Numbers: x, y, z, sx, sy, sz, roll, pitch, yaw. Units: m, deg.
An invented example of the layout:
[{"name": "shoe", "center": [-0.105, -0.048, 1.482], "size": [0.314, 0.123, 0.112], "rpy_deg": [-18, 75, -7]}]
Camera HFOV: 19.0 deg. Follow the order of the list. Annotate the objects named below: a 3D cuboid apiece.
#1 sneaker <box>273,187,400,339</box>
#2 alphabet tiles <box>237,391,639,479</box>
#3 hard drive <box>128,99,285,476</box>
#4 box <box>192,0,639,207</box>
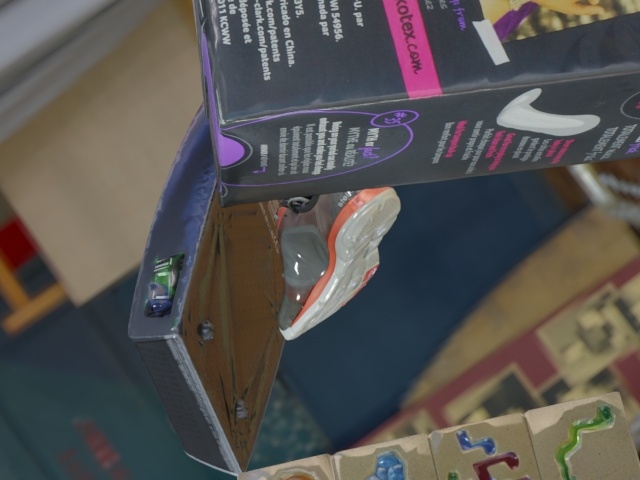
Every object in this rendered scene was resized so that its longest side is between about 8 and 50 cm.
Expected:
[{"name": "sneaker", "center": [0.000, 0.000, 1.205], "size": [0.065, 0.061, 0.158], "rpy_deg": [45, 140, 15]}, {"name": "alphabet tiles", "center": [0.087, 0.235, 1.045], "size": [0.011, 0.342, 0.285], "rpy_deg": [77, -179, -62]}, {"name": "hard drive", "center": [-0.067, 0.020, 1.353], "size": [0.172, 0.054, 0.255], "rpy_deg": [70, -155, -43]}, {"name": "box", "center": [0.075, -0.116, 0.918], "size": [0.165, 0.270, 0.143], "rpy_deg": [103, 160, -77]}]
